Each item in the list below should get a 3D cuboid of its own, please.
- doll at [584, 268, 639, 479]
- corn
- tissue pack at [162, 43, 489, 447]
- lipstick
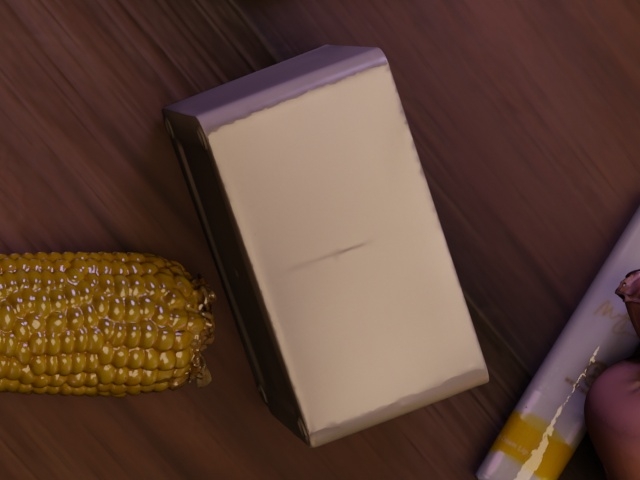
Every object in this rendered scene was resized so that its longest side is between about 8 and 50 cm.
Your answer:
[{"bbox_3d":[0.310,0.149,1.359,0.216,0.284,0.268,-17,109,-1],"label":"doll"},{"bbox_3d":[-0.223,0.056,1.293,0.305,0.106,0.106,2,96,-14],"label":"corn"},{"bbox_3d":[-0.001,0.000,1.324,0.136,0.159,0.246,-21,102,-12],"label":"tissue pack"},{"bbox_3d":[0.210,0.084,1.448,0.059,0.059,0.264,34,85,-17],"label":"lipstick"}]
